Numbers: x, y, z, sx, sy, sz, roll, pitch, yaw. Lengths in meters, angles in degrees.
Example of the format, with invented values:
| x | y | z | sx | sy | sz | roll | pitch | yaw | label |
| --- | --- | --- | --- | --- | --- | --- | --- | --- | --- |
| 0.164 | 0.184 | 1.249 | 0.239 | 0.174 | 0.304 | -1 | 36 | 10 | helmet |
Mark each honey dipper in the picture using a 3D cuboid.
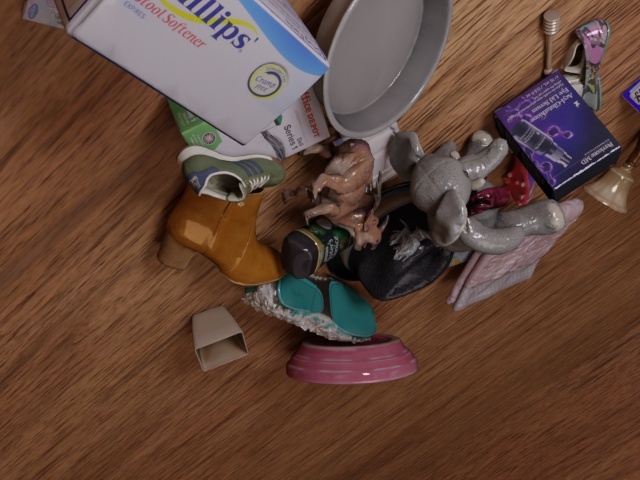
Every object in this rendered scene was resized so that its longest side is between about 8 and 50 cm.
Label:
| x | y | z | sx | sy | sz | roll | pitch | yaw | label |
| --- | --- | --- | --- | --- | --- | --- | --- | --- | --- |
| 0.436 | -0.369 | 1.344 | 0.031 | 0.030 | 0.160 | -27 | 148 | -1 | honey dipper |

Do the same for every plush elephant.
| x | y | z | sx | sy | sz | roll | pitch | yaw | label |
| --- | --- | --- | --- | --- | --- | --- | --- | --- | --- |
| 0.264 | -0.098 | 1.335 | 0.330 | 0.271 | 0.255 | -28 | 155 | -1 | plush elephant |

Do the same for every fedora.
| x | y | z | sx | sy | sz | roll | pitch | yaw | label |
| --- | --- | --- | --- | --- | --- | --- | --- | --- | --- |
| 0.180 | 0.023 | 1.570 | 0.334 | 0.152 | 0.334 | -18 | 144 | -14 | fedora |

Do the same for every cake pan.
| x | y | z | sx | sy | sz | roll | pitch | yaw | label |
| --- | --- | --- | --- | --- | --- | --- | --- | --- | --- |
| 0.093 | -0.301 | 1.096 | 0.293 | 0.054 | 0.293 | -35 | 145 | -29 | cake pan |

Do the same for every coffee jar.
| x | y | z | sx | sy | sz | roll | pitch | yaw | label |
| --- | --- | --- | --- | --- | --- | --- | --- | --- | --- |
| 0.000 | 0.000 | 1.420 | 0.184 | 0.079 | 0.096 | -35 | 149 | -41 | coffee jar |

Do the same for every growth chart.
| x | y | z | sx | sy | sz | roll | pitch | yaw | label |
| --- | --- | --- | --- | --- | --- | --- | --- | --- | --- |
| 0.091 | -0.171 | 1.372 | 0.172 | 0.021 | 0.237 | -26 | 146 | -2 | growth chart |

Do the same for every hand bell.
| x | y | z | sx | sy | sz | roll | pitch | yaw | label |
| --- | --- | --- | --- | --- | --- | --- | --- | --- | --- |
| 0.776 | -0.200 | 1.758 | 0.126 | 0.126 | 0.242 | 9 | 119 | -41 | hand bell |

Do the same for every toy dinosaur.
| x | y | z | sx | sy | sz | roll | pitch | yaw | label |
| --- | --- | --- | --- | --- | --- | --- | --- | --- | --- |
| 0.052 | -0.109 | 1.294 | 0.201 | 0.127 | 0.295 | -10 | 145 | -20 | toy dinosaur |

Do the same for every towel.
| x | y | z | sx | sy | sz | roll | pitch | yaw | label |
| --- | --- | --- | --- | --- | --- | --- | --- | --- | --- |
| 0.509 | 0.036 | 1.858 | 0.332 | 0.053 | 0.317 | -17 | 146 | -34 | towel |

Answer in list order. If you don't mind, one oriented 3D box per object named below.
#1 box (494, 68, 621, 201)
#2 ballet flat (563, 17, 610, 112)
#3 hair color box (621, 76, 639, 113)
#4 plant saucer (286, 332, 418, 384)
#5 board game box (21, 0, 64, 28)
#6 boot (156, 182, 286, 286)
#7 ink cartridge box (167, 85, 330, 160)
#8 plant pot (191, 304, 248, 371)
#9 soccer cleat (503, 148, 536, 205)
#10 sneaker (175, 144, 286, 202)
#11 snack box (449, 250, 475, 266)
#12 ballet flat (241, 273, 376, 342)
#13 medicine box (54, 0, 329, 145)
| x | y | z | sx | sy | sz | roll | pitch | yaw | label |
| --- | --- | --- | --- | --- | --- | --- | --- | --- | --- |
| 0.468 | -0.204 | 1.407 | 0.153 | 0.207 | 0.108 | -35 | 161 | 7 | box |
| 0.524 | -0.343 | 1.413 | 0.079 | 0.076 | 0.221 | -11 | 141 | 7 | ballet flat |
| 0.827 | -0.220 | 1.530 | 0.185 | 0.338 | 0.110 | 15 | 125 | -45 | hair color box |
| 0.078 | 0.290 | 1.783 | 0.332 | 0.084 | 0.332 | -3 | -179 | 0 | plant saucer |
| -0.324 | -0.313 | 0.903 | 0.090 | 0.020 | 0.090 | 5 | 135 | -39 | board game box |
| -0.146 | -0.020 | 1.334 | 0.295 | 0.104 | 0.211 | 9 | 132 | -36 | boot |
| -0.109 | -0.198 | 1.135 | 0.220 | 0.092 | 0.160 | -26 | 146 | -2 | ink cartridge box |
| -0.234 | 0.211 | 1.580 | 0.109 | 0.096 | 0.109 | -20 | 146 | -12 | plant pot |
| 0.472 | -0.170 | 1.589 | 0.095 | 0.083 | 0.248 | -28 | 143 | -8 | soccer cleat |
| -0.128 | -0.091 | 1.102 | 0.192 | 0.086 | 0.064 | 5 | 135 | -39 | sneaker |
| 0.389 | 0.007 | 1.793 | 0.141 | 0.037 | 0.100 | -16 | 143 | -19 | snack box |
| -0.028 | 0.148 | 1.642 | 0.147 | 0.147 | 0.409 | -41 | 141 | 18 | ballet flat |
| -0.165 | -0.293 | 0.799 | 0.149 | 0.289 | 0.263 | -40 | 144 | 17 | medicine box |
